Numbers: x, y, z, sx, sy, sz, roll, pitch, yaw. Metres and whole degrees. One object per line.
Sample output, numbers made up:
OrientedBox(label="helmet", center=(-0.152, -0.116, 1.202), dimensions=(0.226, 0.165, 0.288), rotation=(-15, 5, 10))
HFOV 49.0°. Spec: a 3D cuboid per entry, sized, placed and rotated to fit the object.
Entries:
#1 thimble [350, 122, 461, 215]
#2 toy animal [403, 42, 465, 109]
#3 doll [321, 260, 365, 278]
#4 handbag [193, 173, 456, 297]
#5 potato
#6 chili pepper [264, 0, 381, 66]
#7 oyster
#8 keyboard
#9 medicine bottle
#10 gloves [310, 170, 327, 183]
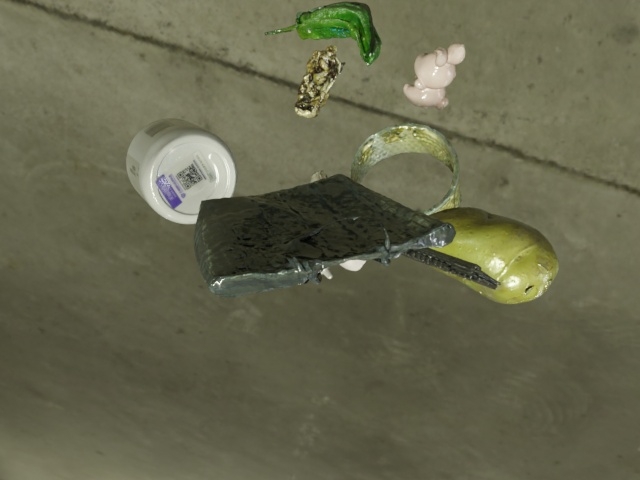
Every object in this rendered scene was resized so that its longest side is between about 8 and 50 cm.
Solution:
OrientedBox(label="thimble", center=(0.202, -0.132, 1.681), dimensions=(0.270, 0.271, 0.150), rotation=(10, 158, 15))
OrientedBox(label="toy animal", center=(0.286, -0.426, 1.726), dimensions=(0.124, 0.124, 0.212), rotation=(20, 145, -1))
OrientedBox(label="doll", center=(0.000, 0.000, 1.092), dimensions=(0.160, 0.161, 0.059), rotation=(28, 121, -9))
OrientedBox(label="handbag", center=(-0.011, -0.001, 0.731), dimensions=(0.175, 0.270, 0.089), rotation=(26, 125, 59))
OrientedBox(label="potato", center=(0.285, 0.023, 1.217), dimensions=(0.248, 0.144, 0.169), rotation=(20, -175, 24))
OrientedBox(label="chili pepper", center=(0.025, -0.414, 1.378), dimensions=(0.278, 0.122, 0.065), rotation=(22, 155, 40))
OrientedBox(label="oyster", center=(-0.014, -0.451, 1.972), dimensions=(0.083, 0.214, 0.223), rotation=(22, -170, -19))
OrientedBox(label="keyboard", center=(0.150, 0.024, 1.007), dimensions=(0.072, 0.023, 0.231), rotation=(30, 175, -41))
OrientedBox(label="medicine bottle", center=(-0.213, -0.110, 1.034), dimensions=(0.135, 0.135, 0.215), rotation=(38, 178, -29))
OrientedBox(label="gloves", center=(-0.001, -0.097, 1.271), dimensions=(0.044, 0.081, 0.037), rotation=(-13, 174, -28))
